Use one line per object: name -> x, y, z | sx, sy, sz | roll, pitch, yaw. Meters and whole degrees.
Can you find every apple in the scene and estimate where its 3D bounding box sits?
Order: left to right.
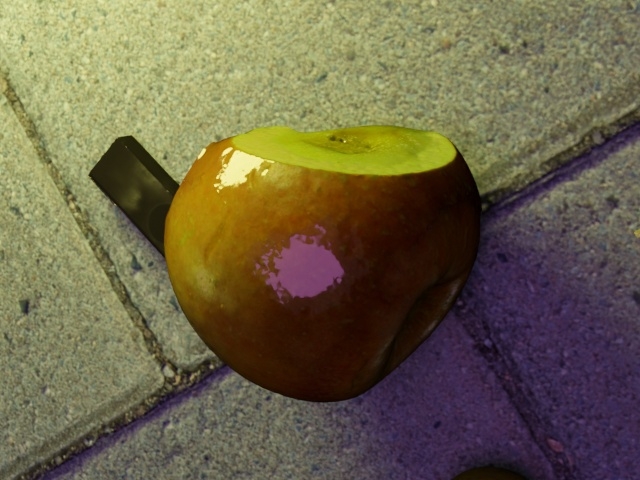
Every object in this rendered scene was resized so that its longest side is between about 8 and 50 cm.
apple -> 0.000, 0.000, 1.390 | 0.374, 0.374, 0.384 | 38, 80, 13

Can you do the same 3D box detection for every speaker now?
speaker -> -0.235, -0.047, 1.611 | 0.218, 0.044, 0.082 | 47, 111, 9

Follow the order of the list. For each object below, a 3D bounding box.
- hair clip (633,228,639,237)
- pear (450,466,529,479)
hair clip -> 0.480, -0.061, 1.329 | 0.072, 0.034, 0.226 | 46, 109, 6
pear -> 0.214, 0.366, 1.438 | 0.162, 0.149, 0.148 | -21, 90, 24
